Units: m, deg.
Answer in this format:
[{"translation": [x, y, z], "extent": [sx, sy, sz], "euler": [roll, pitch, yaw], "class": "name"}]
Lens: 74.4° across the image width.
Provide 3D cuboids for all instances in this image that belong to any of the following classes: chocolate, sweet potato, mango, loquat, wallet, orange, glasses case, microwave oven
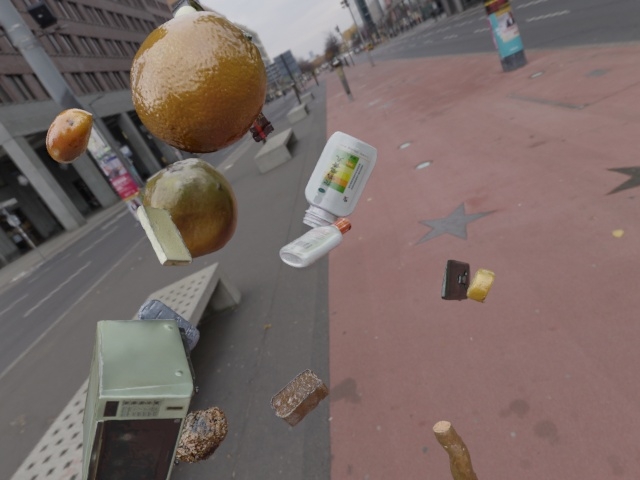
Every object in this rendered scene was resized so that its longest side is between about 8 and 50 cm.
[{"translation": [-0.225, -0.407, 1.349], "extent": [0.086, 0.182, 0.028], "euler": [-40, 22, -13], "class": "chocolate"}, {"translation": [0.366, 0.594, 1.071], "extent": [0.059, 0.281, 0.067], "euler": [-27, 8, -28], "class": "sweet potato"}, {"translation": [-0.766, -0.313, 1.286], "extent": [0.217, 0.102, 0.141], "euler": [-40, 35, 43], "class": "mango"}, {"translation": [-0.378, -0.090, 1.217], "extent": [0.276, 0.283, 0.276], "euler": [-8, 29, 5], "class": "loquat"}, {"translation": [0.561, 0.168, 1.733], "extent": [0.052, 0.168, 0.245], "euler": [7, -2, 38], "class": "wallet"}, {"translation": [-0.228, -0.304, 0.820], "extent": [0.264, 0.264, 0.264], "euler": [-25, 20, 10], "class": "orange"}, {"translation": [-0.599, 0.341, 1.678], "extent": [0.067, 0.282, 0.109], "euler": [-7, 44, 40], "class": "glasses case"}, {"translation": [-0.505, 0.467, 1.169], "extent": [0.247, 0.394, 0.333], "euler": [6, 26, -30], "class": "microwave oven"}, {"translation": [-0.079, 0.616, 1.639], "extent": [0.214, 0.093, 0.148], "euler": [-39, 23, -16], "class": "chocolate"}]

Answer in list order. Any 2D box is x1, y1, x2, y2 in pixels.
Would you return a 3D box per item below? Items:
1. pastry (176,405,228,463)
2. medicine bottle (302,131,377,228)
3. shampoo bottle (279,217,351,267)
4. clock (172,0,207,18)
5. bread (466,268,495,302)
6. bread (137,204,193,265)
[{"translation": [-0.542, 0.850, 1.867], "extent": [0.275, 0.193, 0.275], "euler": [-36, 13, 10], "class": "pastry"}, {"translation": [0.053, -0.184, 1.417], "extent": [0.124, 0.179, 0.324], "euler": [-94, 30, -86], "class": "medicine bottle"}, {"translation": [0.000, 0.000, 1.105], "extent": [0.108, 0.051, 0.221], "euler": [10, 32, 42], "class": "shampoo bottle"}, {"translation": [-0.358, -0.689, 1.512], "extent": [0.120, 0.276, 0.379], "euler": [-35, -22, 21], "class": "clock"}, {"translation": [0.591, 0.163, 1.542], "extent": [0.073, 0.122, 0.149], "euler": [24, 13, 17], "class": "bread"}, {"translation": [-0.321, -0.010, 0.865], "extent": [0.028, 0.153, 0.068], "euler": [-45, -25, 20], "class": "bread"}]
